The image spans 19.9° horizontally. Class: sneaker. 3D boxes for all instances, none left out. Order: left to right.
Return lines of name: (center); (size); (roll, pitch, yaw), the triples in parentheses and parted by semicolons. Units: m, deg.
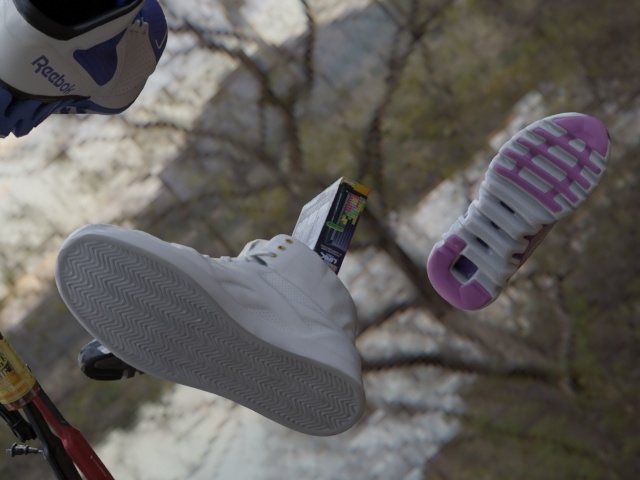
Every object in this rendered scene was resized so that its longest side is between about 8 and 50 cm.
sneaker: (-0.207, -0.208, 1.681); (0.182, 0.127, 0.315); (-46, -5, 28)
sneaker: (-0.215, 0.085, 2.256); (0.229, 0.132, 0.086); (-18, -27, -28)
sneaker: (-0.093, 0.046, 1.581); (0.108, 0.293, 0.169); (-50, 20, 26)
sneaker: (0.203, -0.038, 1.814); (0.236, 0.095, 0.104); (-51, -10, 24)

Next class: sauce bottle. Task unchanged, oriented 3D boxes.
sauce bottle: (-0.317, 0.103, 1.731); (0.042, 0.128, 0.042); (-28, 23, 13)

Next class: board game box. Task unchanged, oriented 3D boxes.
board game box: (0.000, 0.000, 2.546); (0.141, 0.048, 0.170); (-70, 13, -19)

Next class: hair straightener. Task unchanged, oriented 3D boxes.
hair straightener: (-0.314, 0.216, 1.989); (0.089, 0.230, 0.047); (-25, 25, 20)
